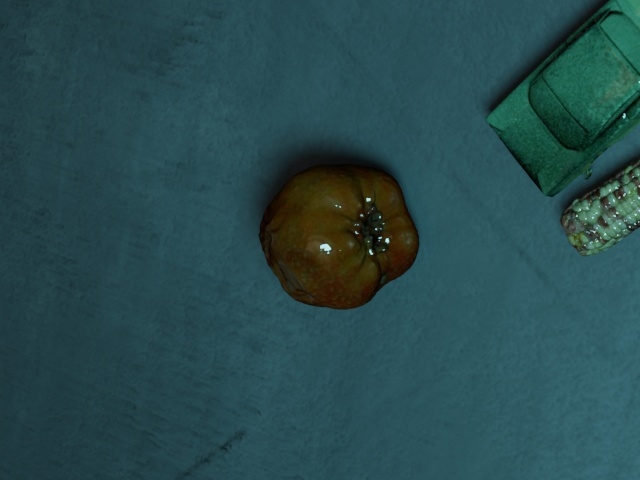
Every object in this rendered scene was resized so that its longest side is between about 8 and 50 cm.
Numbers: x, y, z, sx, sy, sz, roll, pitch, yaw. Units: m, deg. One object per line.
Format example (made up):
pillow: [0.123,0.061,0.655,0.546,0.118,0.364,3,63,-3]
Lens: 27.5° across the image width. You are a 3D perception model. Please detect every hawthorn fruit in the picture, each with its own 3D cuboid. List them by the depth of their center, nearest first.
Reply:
hawthorn fruit: [0.000,0.000,1.774,0.243,0.207,0.207,-9,90,49]

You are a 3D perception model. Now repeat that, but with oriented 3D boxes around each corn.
corn: [0.394,-0.064,1.568,0.237,0.079,0.079,-37,75,31]

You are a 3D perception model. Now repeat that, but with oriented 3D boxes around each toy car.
toy car: [0.348,-0.197,1.571,0.320,0.097,0.141,-45,72,29]
